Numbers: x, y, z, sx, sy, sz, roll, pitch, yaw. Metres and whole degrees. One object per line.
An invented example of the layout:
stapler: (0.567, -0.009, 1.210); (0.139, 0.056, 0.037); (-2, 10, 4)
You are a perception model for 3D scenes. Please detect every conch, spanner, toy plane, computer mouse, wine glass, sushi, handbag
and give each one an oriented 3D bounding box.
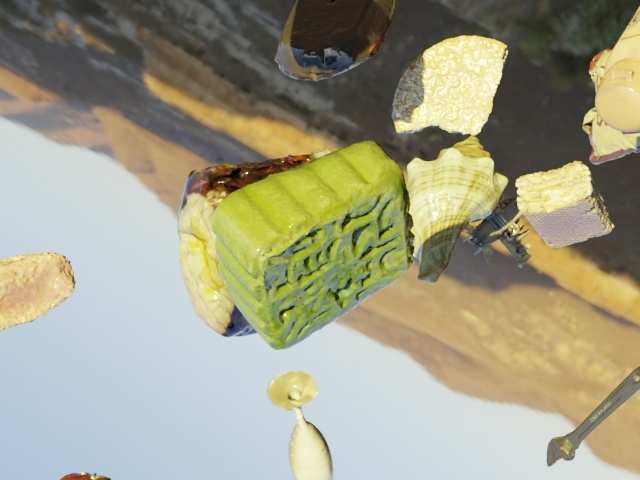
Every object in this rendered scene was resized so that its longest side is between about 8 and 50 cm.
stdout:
conch: (0.221, -0.079, 2.048); (0.203, 0.386, 0.170); (-17, 110, 41)
spanner: (0.352, 0.229, 1.436); (0.012, 0.208, 0.046); (17, -141, -22)
toy plane: (0.382, -0.056, 2.243); (0.192, 0.262, 0.088); (49, 151, 4)
computer mouse: (0.035, -0.377, 1.948); (0.182, 0.323, 0.116); (-3, 133, 26)
wine glass: (-0.022, 0.254, 1.438); (0.066, 0.066, 0.198); (30, 146, 35)
sushi: (-0.097, 0.001, 2.017); (0.294, 0.300, 0.281); (-14, 166, -27)
handbag: (0.532, -0.239, 1.874); (0.127, 0.213, 0.235); (6, 177, -15)

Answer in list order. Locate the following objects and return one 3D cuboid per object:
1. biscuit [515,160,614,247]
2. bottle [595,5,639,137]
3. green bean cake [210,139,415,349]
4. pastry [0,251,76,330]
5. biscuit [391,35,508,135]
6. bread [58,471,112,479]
biscuit: (0.365, -0.050, 1.653); (0.108, 0.062, 0.239); (-14, 161, 18)
bottle: (0.407, -0.212, 1.377); (0.097, 0.209, 0.110); (6, 134, 37)
green bean cake: (0.000, 0.000, 1.372); (0.125, 0.248, 0.222); (44, 159, 34)
pastry: (-0.501, 0.084, 1.659); (0.265, 0.103, 0.112); (-18, -159, -38)
biscuit: (0.254, -0.287, 2.149); (0.188, 0.265, 0.040); (56, -164, -4)
bread: (-0.412, 0.483, 1.946); (0.073, 0.161, 0.160); (-5, 162, 28)
